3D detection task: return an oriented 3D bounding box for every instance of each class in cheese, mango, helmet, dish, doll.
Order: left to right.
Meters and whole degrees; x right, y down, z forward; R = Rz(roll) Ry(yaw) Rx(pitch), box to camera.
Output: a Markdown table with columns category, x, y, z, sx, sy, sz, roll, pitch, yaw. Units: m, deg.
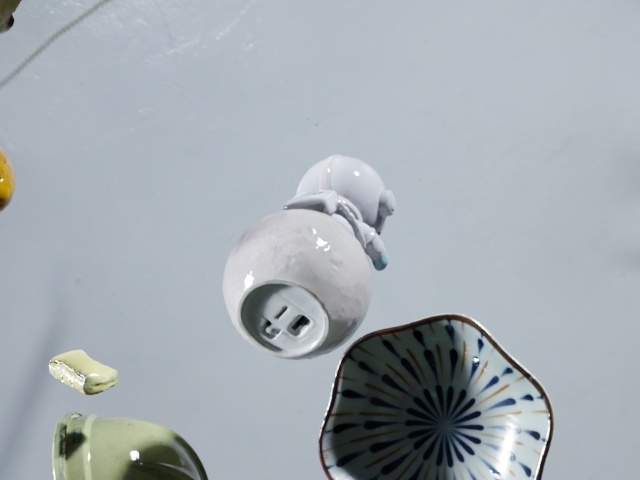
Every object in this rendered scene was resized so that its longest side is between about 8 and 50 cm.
| category | x | y | z | sx | sy | sz | roll | pitch | yaw |
| --- | --- | --- | --- | --- | --- | --- | --- | --- | --- |
| mango | -0.328 | -0.061 | 0.832 | 0.077 | 0.127 | 0.063 | -2 | 120 | -18 |
| cheese | -0.238 | 0.131 | 0.889 | 0.044 | 0.083 | 0.030 | -7 | 105 | -42 |
| helmet | -0.186 | 0.291 | 0.960 | 0.137 | 0.204 | 0.257 | -11 | 124 | -4 |
| doll | 0.000 | 0.000 | 0.907 | 0.151 | 0.287 | 0.150 | 8 | 122 | 13 |
| dish | 0.096 | 0.152 | 0.714 | 0.191 | 0.066 | 0.190 | -1 | 86 | 19 |

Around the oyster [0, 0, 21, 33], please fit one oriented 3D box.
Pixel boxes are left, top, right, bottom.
| category | x | y | z | sx | sy | sz | roll | pitch | yaw |
| --- | --- | --- | --- | --- | --- | --- | --- | --- | --- |
| oyster | -0.380 | -0.164 | 0.693 | 0.107 | 0.354 | 0.201 | 21 | 120 | 20 |
